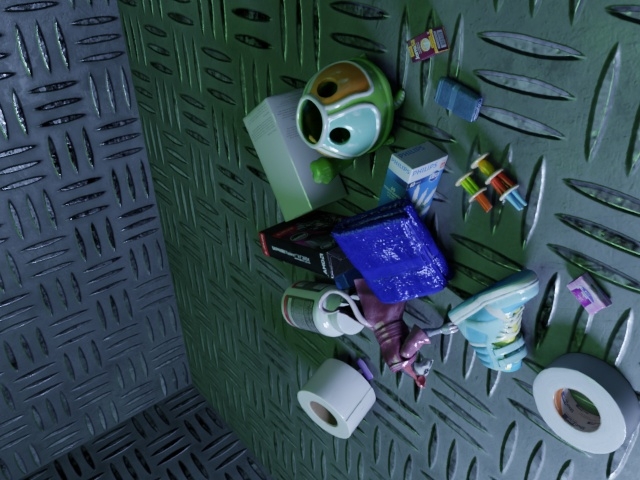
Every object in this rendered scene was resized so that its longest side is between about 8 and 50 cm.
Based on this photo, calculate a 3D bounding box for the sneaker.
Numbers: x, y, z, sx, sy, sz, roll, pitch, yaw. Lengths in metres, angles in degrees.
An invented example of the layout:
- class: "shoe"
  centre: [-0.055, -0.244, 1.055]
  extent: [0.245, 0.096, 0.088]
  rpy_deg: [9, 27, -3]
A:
- class: "sneaker"
  centre: [0.455, 0.203, 1.339]
  extent: [0.208, 0.127, 0.319]
  rpy_deg: [60, 157, 12]

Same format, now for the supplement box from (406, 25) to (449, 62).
- class: "supplement box"
  centre: [0.245, -0.447, 1.276]
  extent: [0.083, 0.043, 0.055]
  rpy_deg: [-6, 107, 57]

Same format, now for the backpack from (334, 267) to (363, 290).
- class: "backpack"
  centre: [0.097, 0.108, 1.819]
  extent: [0.120, 0.098, 0.101]
  rpy_deg: [146, 107, -70]

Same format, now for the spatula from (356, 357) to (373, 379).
- class: "spatula"
  centre: [0.125, 0.511, 2.106]
  extent: [0.084, 0.030, 0.296]
  rpy_deg: [57, 148, 14]

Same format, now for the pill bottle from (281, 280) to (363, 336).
- class: "pill bottle"
  centre: [0.014, 0.237, 1.944]
  extent: [0.318, 0.176, 0.176]
  rpy_deg: [2, 113, 55]

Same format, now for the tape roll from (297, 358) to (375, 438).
- class: "tape roll"
  centre: [0.059, 0.582, 2.067]
  extent: [0.246, 0.169, 0.246]
  rpy_deg: [29, 144, 24]

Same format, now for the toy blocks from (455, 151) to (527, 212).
- class: "toy blocks"
  centre: [0.392, -0.110, 1.280]
  extent: [0.148, 0.054, 0.123]
  rpy_deg: [54, 146, 16]

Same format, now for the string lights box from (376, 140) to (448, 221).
- class: "string lights box"
  centre: [0.224, -0.118, 1.443]
  extent: [0.077, 0.133, 0.260]
  rpy_deg: [45, 143, 30]

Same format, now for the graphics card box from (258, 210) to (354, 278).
- class: "graphics card box"
  centre: [0.000, 0.000, 1.754]
  extent: [0.371, 0.232, 0.094]
  rpy_deg: [17, 125, 51]

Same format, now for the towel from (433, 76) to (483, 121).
- class: "towel"
  centre: [0.314, -0.323, 1.273]
  extent: [0.119, 0.029, 0.067]
  rpy_deg: [43, 142, 32]

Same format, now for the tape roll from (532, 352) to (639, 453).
- class: "tape roll"
  centre: [0.604, 0.371, 1.282]
  extent: [0.219, 0.072, 0.219]
  rpy_deg: [33, 135, 39]

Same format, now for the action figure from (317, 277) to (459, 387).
- class: "action figure"
  centre: [0.205, 0.259, 1.620]
  extent: [0.248, 0.275, 0.370]
  rpy_deg: [-55, 51, 47]

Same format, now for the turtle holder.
- class: "turtle holder"
  centre: [0.045, -0.321, 1.476]
  extent: [0.243, 0.227, 0.320]
  rpy_deg: [61, 147, 5]

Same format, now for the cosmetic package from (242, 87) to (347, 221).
- class: "cosmetic package"
  centre: [-0.085, -0.265, 1.771]
  extent: [0.197, 0.155, 0.366]
  rpy_deg: [-15, 99, 58]

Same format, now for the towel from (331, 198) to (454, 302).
- class: "towel"
  centre: [0.191, 0.044, 1.449]
  extent: [0.227, 0.076, 0.308]
  rpy_deg: [-21, 128, 21]

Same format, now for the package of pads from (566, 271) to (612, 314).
- class: "package of pads"
  centre: [0.572, 0.114, 1.192]
  extent: [0.083, 0.032, 0.050]
  rpy_deg: [55, 145, 16]
